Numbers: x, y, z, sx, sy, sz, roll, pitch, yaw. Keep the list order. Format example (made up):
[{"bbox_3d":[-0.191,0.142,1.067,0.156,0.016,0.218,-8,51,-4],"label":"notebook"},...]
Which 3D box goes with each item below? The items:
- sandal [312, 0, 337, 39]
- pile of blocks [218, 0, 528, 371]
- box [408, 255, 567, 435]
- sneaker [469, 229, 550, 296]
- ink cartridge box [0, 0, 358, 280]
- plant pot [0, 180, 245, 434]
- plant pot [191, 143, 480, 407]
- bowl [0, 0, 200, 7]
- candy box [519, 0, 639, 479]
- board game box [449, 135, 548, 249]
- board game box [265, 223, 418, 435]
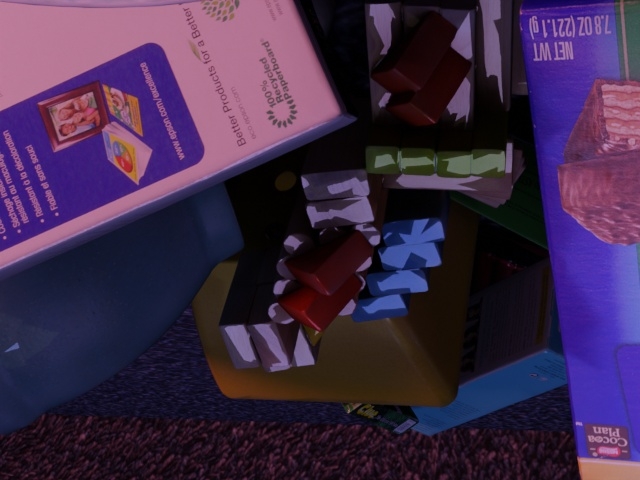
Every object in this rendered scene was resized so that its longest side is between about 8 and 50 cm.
[{"bbox_3d":[-0.028,-0.115,0.877,0.090,0.060,0.219,7,165,-5],"label":"sandal"},{"bbox_3d":[0.041,-0.012,0.820,0.149,0.112,0.362,21,130,-6],"label":"pile of blocks"},{"bbox_3d":[0.159,0.105,1.216,0.060,0.100,0.244,26,147,-23],"label":"box"},{"bbox_3d":[0.246,0.052,1.353,0.314,0.116,0.136,13,174,-3],"label":"sneaker"},{"bbox_3d":[-0.163,-0.070,0.660,0.333,0.165,0.065,-22,179,9],"label":"ink cartridge box"},{"bbox_3d":[-0.168,-0.041,0.860,0.196,0.293,0.293,-20,165,-5],"label":"plant pot"},{"bbox_3d":[0.000,0.000,1.048,0.212,0.212,0.187,0,151,20],"label":"plant pot"},{"bbox_3d":[-0.104,-0.208,0.372,0.311,0.163,0.311,5,165,1],"label":"bowl"},{"bbox_3d":[0.264,-0.011,0.709,0.268,0.122,0.317,-1,121,21],"label":"candy box"},{"bbox_3d":[0.258,0.010,1.024,0.316,0.064,0.242,22,-173,-46],"label":"board game box"},{"bbox_3d":[-0.003,0.067,1.232,0.030,0.259,0.136,-37,153,8],"label":"board game box"}]
